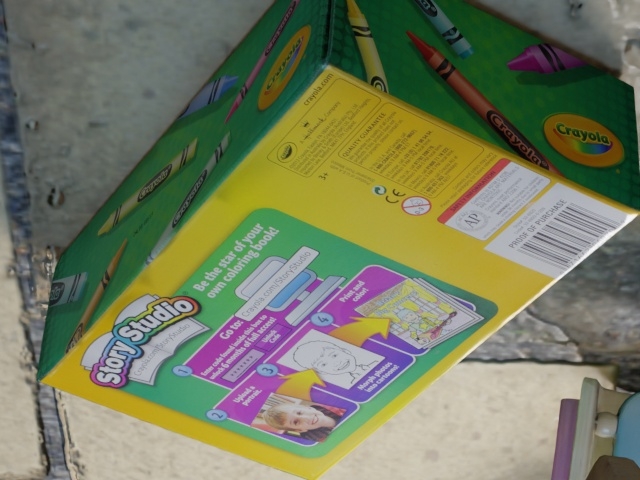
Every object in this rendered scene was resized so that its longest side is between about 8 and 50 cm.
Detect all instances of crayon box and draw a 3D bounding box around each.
[{"bbox_3d":[0.000,0.000,0.889,0.165,0.081,0.278,23,137,-23],"label":"crayon box"}]

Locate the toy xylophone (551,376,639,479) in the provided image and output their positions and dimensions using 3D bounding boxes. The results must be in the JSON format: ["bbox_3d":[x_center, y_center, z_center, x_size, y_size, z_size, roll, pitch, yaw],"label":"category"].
[{"bbox_3d":[0.274,0.181,1.004,0.322,0.236,0.081,0,172,-3],"label":"toy xylophone"}]

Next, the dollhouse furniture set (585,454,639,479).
[{"bbox_3d":[0.287,0.112,0.763,0.362,0.394,0.256,7,140,-5],"label":"dollhouse furniture set"}]
